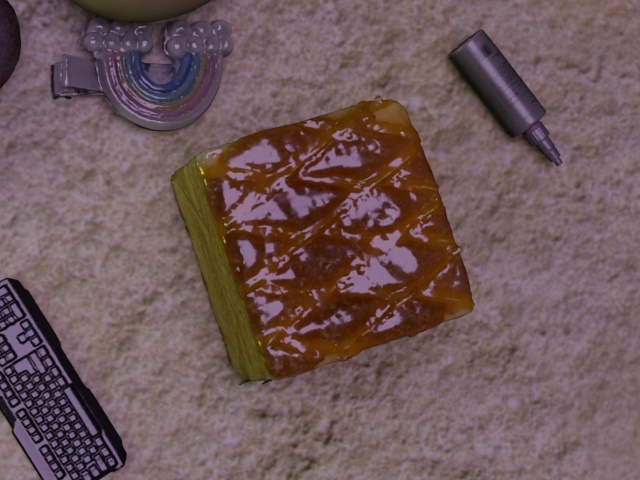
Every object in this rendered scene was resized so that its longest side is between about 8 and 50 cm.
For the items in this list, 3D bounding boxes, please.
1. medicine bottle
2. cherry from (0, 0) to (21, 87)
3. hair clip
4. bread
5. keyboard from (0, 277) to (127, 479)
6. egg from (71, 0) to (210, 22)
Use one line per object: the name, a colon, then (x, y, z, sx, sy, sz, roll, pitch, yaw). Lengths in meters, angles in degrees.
medicine bottle: (0.243, -0.173, 1.964, 0.057, 0.057, 0.199, -41, 96, -13)
cherry: (-0.424, -0.223, 1.762, 0.176, 0.140, 0.176, 0, 106, -1)
hair clip: (-0.210, -0.199, 1.861, 0.220, 0.054, 0.140, 0, 79, -18)
bread: (0.000, 0.000, 1.813, 0.279, 0.207, 0.279, -15, 89, -14)
keyboard: (-0.331, 0.175, 1.814, 0.106, 0.016, 0.262, -32, 94, -14)
egg: (-0.205, -0.346, 1.798, 0.241, 0.186, 0.186, -3, 87, -15)
